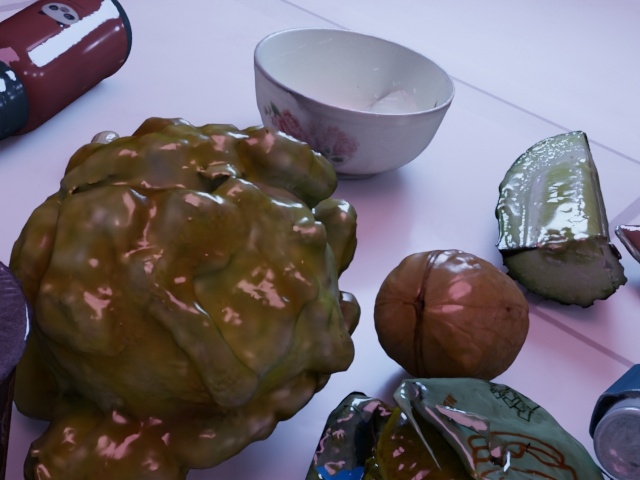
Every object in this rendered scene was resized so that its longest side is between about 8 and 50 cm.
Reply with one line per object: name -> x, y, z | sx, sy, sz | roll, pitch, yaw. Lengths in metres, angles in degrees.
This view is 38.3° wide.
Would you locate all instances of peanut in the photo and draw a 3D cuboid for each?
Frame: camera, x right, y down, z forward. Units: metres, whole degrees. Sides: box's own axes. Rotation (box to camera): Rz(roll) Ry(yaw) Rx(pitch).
peanut -> -0.280, -0.118, 1.179 | 0.037, 0.037, 0.083 | 12, 36, 0

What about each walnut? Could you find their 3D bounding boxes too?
walnut -> 0.128, 0.079, 0.907 | 0.180, 0.144, 0.144 | 22, 17, -50

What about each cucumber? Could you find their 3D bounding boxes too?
cucumber -> 0.305, -0.034, 1.183 | 0.145, 0.105, 0.325 | -9, 29, 18

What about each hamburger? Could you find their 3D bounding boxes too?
hamburger -> 0.122, 0.190, 0.746 | 0.276, 0.150, 0.260 | 9, 32, -3

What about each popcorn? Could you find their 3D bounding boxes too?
popcorn -> -0.114, 0.041, 0.775 | 0.274, 0.279, 0.335 | 17, 23, 39

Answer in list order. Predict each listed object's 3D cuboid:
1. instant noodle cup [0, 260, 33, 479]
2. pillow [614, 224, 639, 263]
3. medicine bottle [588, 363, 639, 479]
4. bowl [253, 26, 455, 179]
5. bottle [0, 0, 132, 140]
instant noodle cup -> -0.313, 0.131, 0.645 | 0.217, 0.207, 0.217 | 8, 35, -5
pillow -> 0.478, 0.033, 1.151 | 0.179, 0.075, 0.171 | -6, 44, -22
medicine bottle -> 0.321, 0.164, 0.841 | 0.124, 0.079, 0.258 | 21, 11, 28
bowl -> 0.035, -0.177, 1.267 | 0.277, 0.145, 0.277 | 8, 35, -6
bottle -> -0.386, -0.230, 1.215 | 0.144, 0.144, 0.336 | 18, 34, 10
